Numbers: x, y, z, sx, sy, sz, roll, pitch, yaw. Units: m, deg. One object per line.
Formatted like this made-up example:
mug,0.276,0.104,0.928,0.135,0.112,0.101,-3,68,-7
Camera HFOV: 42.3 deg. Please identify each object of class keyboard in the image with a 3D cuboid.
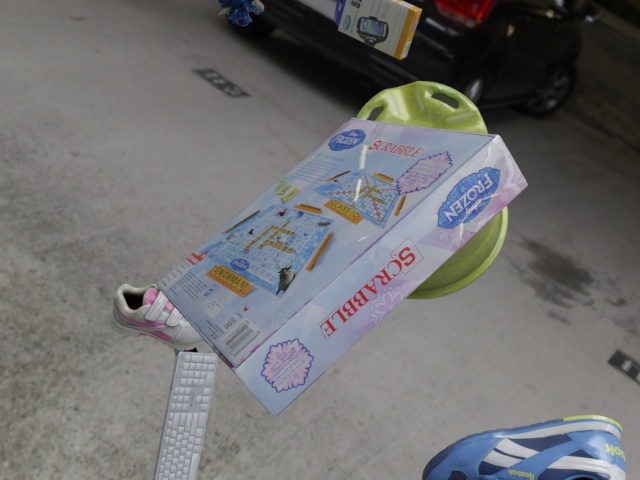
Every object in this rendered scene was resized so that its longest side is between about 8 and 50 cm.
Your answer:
keyboard,-0.195,0.285,1.168,0.072,0.256,0.014,12,-3,-41

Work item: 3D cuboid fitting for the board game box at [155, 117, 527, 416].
board game box,0.000,0.000,0.863,0.066,0.318,0.318,53,-11,-23

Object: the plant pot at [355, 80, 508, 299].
plant pot,0.138,-0.085,1.178,0.276,0.276,0.254,42,-12,20

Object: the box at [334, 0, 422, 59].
box,0.086,-0.351,1.305,0.136,0.081,0.028,32,35,21

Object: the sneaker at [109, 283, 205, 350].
sneaker,-0.338,0.157,1.769,0.252,0.111,0.103,7,48,6

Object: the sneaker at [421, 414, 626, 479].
sneaker,0.139,0.164,0.571,0.053,0.144,0.059,51,28,-48

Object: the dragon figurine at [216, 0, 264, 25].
dragon figurine,-0.051,-0.271,0.648,0.085,0.144,0.289,46,-6,5

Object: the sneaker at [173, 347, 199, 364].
sneaker,-0.360,0.321,2.245,0.063,0.162,0.073,-31,26,-34
